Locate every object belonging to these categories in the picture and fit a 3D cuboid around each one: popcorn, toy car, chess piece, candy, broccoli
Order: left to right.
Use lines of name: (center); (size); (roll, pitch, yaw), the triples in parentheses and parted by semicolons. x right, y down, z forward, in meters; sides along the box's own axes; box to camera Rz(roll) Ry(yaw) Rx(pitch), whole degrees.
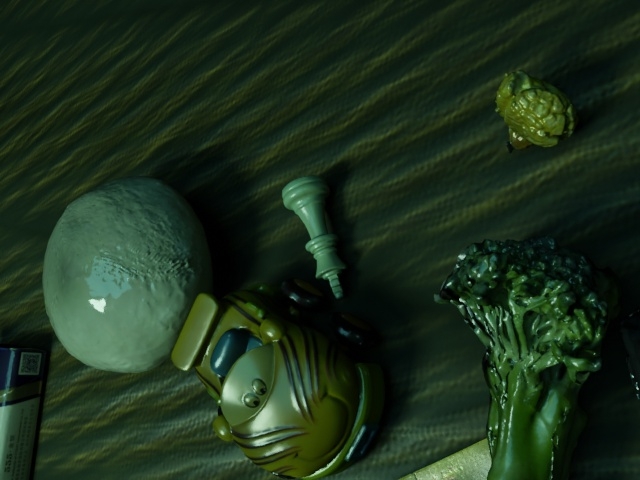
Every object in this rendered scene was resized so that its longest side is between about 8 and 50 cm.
candy: (-0.271, 0.042, 0.891); (0.295, 0.185, 0.296); (-4, 84, 37)
toy car: (-0.056, 0.150, 0.733); (0.247, 0.142, 0.201); (30, 99, 38)
chess piece: (0.000, 0.000, 0.784); (0.059, 0.059, 0.149); (-26, 72, 29)
broccoli: (0.172, 0.147, 0.564); (0.145, 0.165, 0.304); (1, 84, 30)
popcorn: (0.204, -0.119, 0.647); (0.084, 0.084, 0.084); (-8, 75, 35)

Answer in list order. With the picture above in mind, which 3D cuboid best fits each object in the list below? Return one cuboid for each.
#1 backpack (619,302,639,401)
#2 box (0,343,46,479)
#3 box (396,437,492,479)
backpack: (0.344, 0.126, 0.466); (0.206, 0.133, 0.258); (-36, 68, 29)
box: (-0.547, 0.303, 1.107); (0.168, 0.071, 0.260); (-3, 80, 36)
box: (0.142, 0.252, 0.642); (0.156, 0.022, 0.089); (-34, 61, 26)
